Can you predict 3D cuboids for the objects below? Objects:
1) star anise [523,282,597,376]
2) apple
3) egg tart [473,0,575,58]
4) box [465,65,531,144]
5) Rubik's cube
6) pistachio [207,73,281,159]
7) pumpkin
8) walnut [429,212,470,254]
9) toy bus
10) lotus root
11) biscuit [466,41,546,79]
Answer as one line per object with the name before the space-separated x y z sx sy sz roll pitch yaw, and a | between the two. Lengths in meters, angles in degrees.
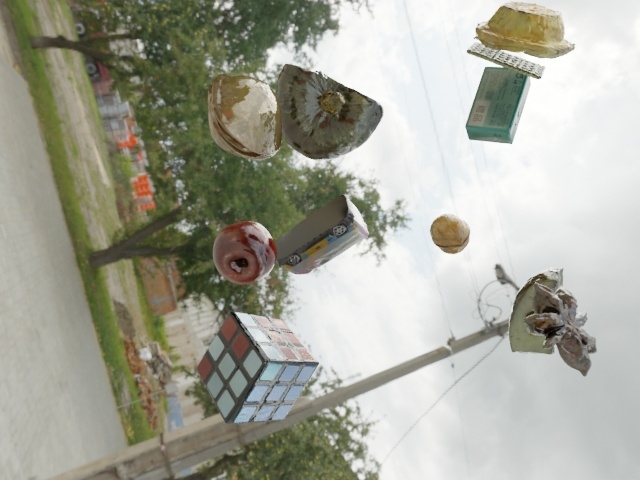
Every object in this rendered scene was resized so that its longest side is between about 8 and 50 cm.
star anise | 0.560 0.188 1.058 0.073 0.212 0.197 -42 -159 52
apple | -0.257 0.041 1.562 0.201 0.218 0.218 -105 -169 -59
egg tart | 0.589 -0.605 1.315 0.288 0.288 0.118 -124 -147 -43
box | 0.604 -0.459 1.556 0.153 0.244 0.092 16 -11 31
Rubik's cube | -0.132 0.265 0.958 0.163 0.161 0.162 43 -75 40
pistachio | -0.173 -0.278 1.083 0.163 0.213 0.260 -41 -146 35
pumpkin | 0.008 -0.351 1.335 0.242 0.325 0.232 -130 -121 -84
walnut | 0.468 -0.026 1.653 0.180 0.144 0.144 -98 -177 -64
toy bus | 0.000 0.000 1.827 0.162 0.386 0.171 42 25 -36
lotus root | 0.715 0.238 1.521 0.142 0.210 0.314 8 -81 31
biscuit | 0.562 -0.546 1.386 0.231 0.139 0.016 27 -47 13
